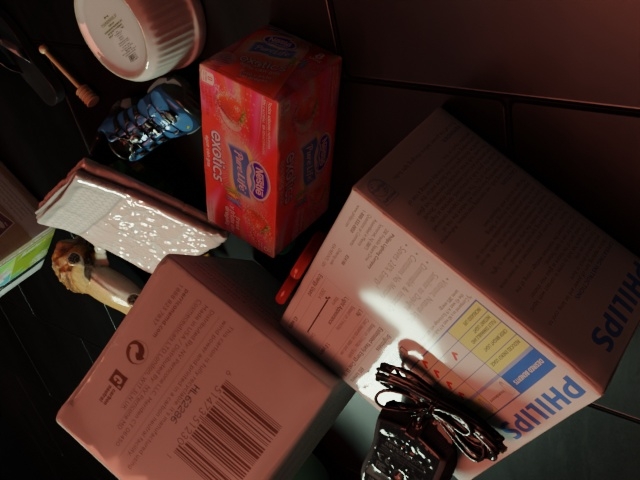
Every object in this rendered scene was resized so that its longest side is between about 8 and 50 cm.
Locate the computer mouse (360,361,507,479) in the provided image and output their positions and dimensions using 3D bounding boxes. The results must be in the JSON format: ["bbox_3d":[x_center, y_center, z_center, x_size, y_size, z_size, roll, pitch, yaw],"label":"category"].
[{"bbox_3d":[0.138,0.289,1.060,0.188,0.072,0.272,33,131,22],"label":"computer mouse"}]

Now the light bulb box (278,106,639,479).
[{"bbox_3d":[0.181,0.086,1.062,0.361,0.225,0.358,40,143,8],"label":"light bulb box"}]

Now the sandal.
[{"bbox_3d":[-0.625,-0.381,1.591,0.254,0.054,0.097,48,145,-1],"label":"sandal"}]

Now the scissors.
[{"bbox_3d":[0.000,0.000,1.161,0.021,0.297,0.109,31,120,3],"label":"scissors"}]

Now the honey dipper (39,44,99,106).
[{"bbox_3d":[-0.498,-0.329,1.537,0.160,0.030,0.030,47,145,7],"label":"honey dipper"}]

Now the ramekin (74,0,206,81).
[{"bbox_3d":[-0.292,-0.352,1.232,0.207,0.109,0.207,27,139,26],"label":"ramekin"}]

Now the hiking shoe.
[{"bbox_3d":[-0.297,-0.191,1.352,0.113,0.132,0.304,43,152,-26],"label":"hiking shoe"}]

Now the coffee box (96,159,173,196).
[{"bbox_3d":[-0.384,-0.122,1.601,0.184,0.040,0.113,40,144,10],"label":"coffee box"}]

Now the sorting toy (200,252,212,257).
[{"bbox_3d":[-0.274,0.117,1.661,0.132,0.046,0.274,32,125,-16],"label":"sorting toy"}]

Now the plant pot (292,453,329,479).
[{"bbox_3d":[-0.090,0.597,1.847,0.290,0.195,0.290,29,141,27],"label":"plant pot"}]

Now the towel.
[{"bbox_3d":[-0.385,-0.032,1.564,0.317,0.053,0.332,26,154,-25],"label":"towel"}]

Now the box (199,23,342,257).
[{"bbox_3d":[-0.074,-0.145,1.171,0.142,0.154,0.299,30,140,22],"label":"box"}]

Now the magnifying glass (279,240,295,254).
[{"bbox_3d":[-0.124,-0.071,1.398,0.092,0.026,0.231,-18,109,52],"label":"magnifying glass"}]

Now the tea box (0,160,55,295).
[{"bbox_3d":[-0.907,-0.044,2.060,0.329,0.220,0.323,47,145,-1],"label":"tea box"}]

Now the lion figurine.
[{"bbox_3d":[-0.476,0.113,1.841,0.392,0.142,0.240,39,151,4],"label":"lion figurine"}]

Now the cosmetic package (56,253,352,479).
[{"bbox_3d":[-0.149,0.248,1.322,0.327,0.329,0.394,37,-174,13],"label":"cosmetic package"}]
